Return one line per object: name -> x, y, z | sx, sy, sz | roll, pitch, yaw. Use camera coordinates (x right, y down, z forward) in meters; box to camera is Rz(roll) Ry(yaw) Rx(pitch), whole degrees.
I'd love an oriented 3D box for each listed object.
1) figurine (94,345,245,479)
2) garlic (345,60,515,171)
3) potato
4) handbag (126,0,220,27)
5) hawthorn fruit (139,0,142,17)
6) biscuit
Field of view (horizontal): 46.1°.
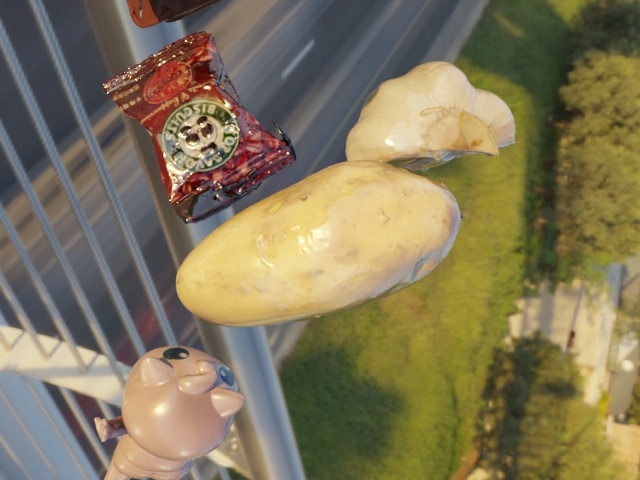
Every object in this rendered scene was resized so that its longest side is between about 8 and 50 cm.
figurine -> -0.212, 0.240, 1.033 | 0.186, 0.176, 0.287 | -88, -164, -49
garlic -> 0.134, -0.157, 0.997 | 0.230, 0.178, 0.142 | -17, 92, -19
potato -> 0.000, 0.001, 0.639 | 0.161, 0.235, 0.128 | 14, 55, -72
handbag -> -0.220, -0.494, 1.186 | 0.084, 0.276, 0.259 | -36, 112, -55
hawthorn fruit -> -0.265, -0.432, 1.045 | 0.181, 0.181, 0.235 | -28, 127, -61
biscuit -> -0.143, -0.140, 0.867 | 0.151, 0.235, 0.063 | -33, 161, -4
